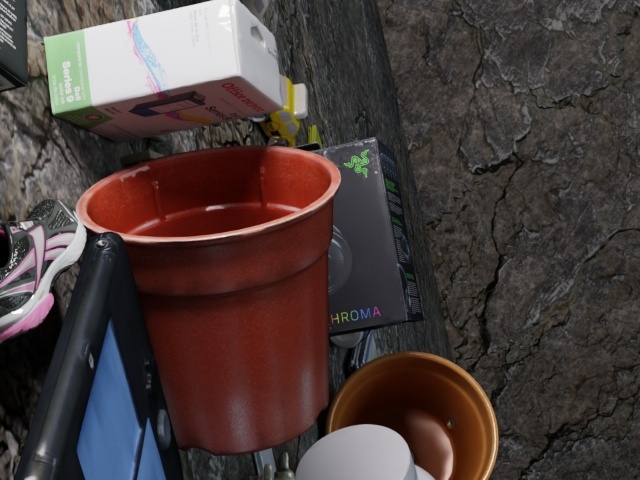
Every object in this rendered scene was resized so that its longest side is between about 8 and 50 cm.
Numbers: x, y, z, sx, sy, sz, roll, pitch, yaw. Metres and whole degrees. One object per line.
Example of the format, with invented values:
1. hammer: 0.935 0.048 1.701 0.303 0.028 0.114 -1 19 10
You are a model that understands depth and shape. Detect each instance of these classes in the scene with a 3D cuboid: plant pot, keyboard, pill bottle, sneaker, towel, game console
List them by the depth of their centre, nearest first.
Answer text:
1. game console: -0.175 0.226 0.960 0.386 0.060 0.341 -92 179 -59
2. sneaker: -0.261 0.008 0.986 0.077 0.072 0.178 58 17 -28
3. plant pot: -0.103 0.066 1.203 0.272 0.273 0.265 -69 156 -65
4. keyboard: -0.068 0.361 1.587 0.072 0.014 0.255 -23 102 -81
5. pill bottle: 0.103 0.486 1.708 0.229 0.229 0.407 -79 154 -56
6. plant pot: 0.152 0.363 1.968 0.203 0.291 0.290 90 -5 -67
7. pill bottle: 0.059 0.163 2.118 0.120 0.067 0.067 -12 91 -76
8. towel: -0.010 -0.113 2.168 0.237 0.021 0.102 -87 166 -47
9. towel: 0.107 0.328 2.256 0.209 0.034 0.284 -69 147 -69

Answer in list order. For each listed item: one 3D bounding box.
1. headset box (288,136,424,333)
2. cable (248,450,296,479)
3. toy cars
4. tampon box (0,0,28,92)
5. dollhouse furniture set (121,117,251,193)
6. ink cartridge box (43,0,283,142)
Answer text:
1. headset box: 0.000 0.000 1.643 0.131 0.247 0.283 19 62 -75
2. cable: -0.053 0.424 1.461 0.139 0.072 0.287 12 67 -76
3. toy cars: -0.090 -0.324 1.869 0.176 0.087 0.393 -62 139 -69
4. tampon box: -0.303 -0.196 0.863 0.101 0.121 0.161 47 35 -64
5. dollhouse furniture set: -0.156 -0.115 1.359 0.129 0.129 0.183 17 62 -75
6. ink cartridge box: -0.163 -0.179 1.209 0.154 0.213 0.093 24 57 -74
